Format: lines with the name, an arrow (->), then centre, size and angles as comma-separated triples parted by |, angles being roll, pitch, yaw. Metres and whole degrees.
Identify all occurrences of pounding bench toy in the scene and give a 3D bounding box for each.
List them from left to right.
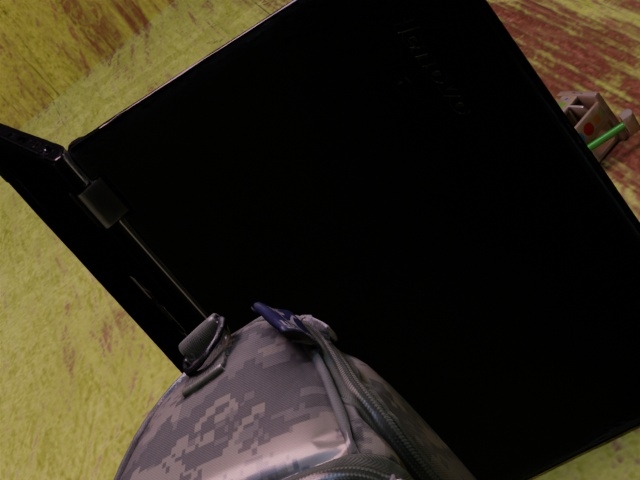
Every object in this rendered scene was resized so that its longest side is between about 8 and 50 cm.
pounding bench toy -> 0.224, -0.086, 1.347 | 0.065, 0.052, 0.083 | -48, 26, -18

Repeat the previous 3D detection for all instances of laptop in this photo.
laptop -> 0.000, 0.000, 1.115 | 0.236, 0.382, 0.408 | -44, 25, -13

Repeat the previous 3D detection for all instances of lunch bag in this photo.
lunch bag -> 0.019, 0.209, 0.825 | 0.212, 0.305, 0.256 | -31, 27, 18
